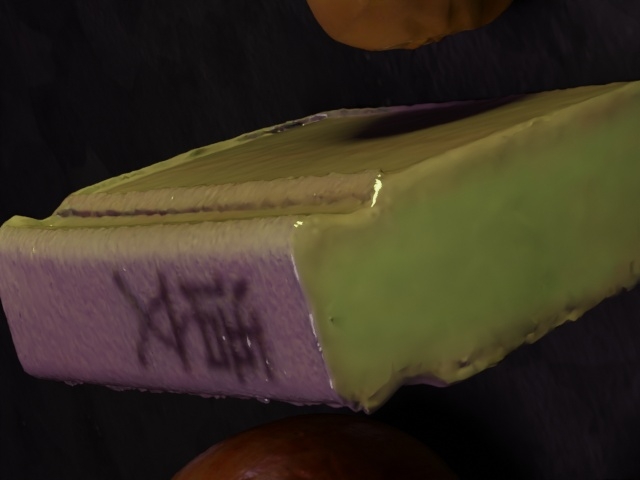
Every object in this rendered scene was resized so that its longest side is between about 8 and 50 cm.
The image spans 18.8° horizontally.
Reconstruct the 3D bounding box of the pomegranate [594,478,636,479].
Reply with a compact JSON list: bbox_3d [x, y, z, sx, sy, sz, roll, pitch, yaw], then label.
[{"bbox_3d":[0.195,0.261,1.118,0.285,0.231,0.231,17,134,-1],"label":"pomegranate"}]

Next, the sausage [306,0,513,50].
[{"bbox_3d":[0.042,-0.227,1.091,0.120,0.136,0.241,12,113,59],"label":"sausage"}]

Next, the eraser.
[{"bbox_3d":[0.000,0.000,1.150,0.359,0.272,0.122,0,111,56],"label":"eraser"}]

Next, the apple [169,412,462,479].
[{"bbox_3d":[0.000,0.256,1.324,0.286,0.233,0.286,34,138,38],"label":"apple"}]
